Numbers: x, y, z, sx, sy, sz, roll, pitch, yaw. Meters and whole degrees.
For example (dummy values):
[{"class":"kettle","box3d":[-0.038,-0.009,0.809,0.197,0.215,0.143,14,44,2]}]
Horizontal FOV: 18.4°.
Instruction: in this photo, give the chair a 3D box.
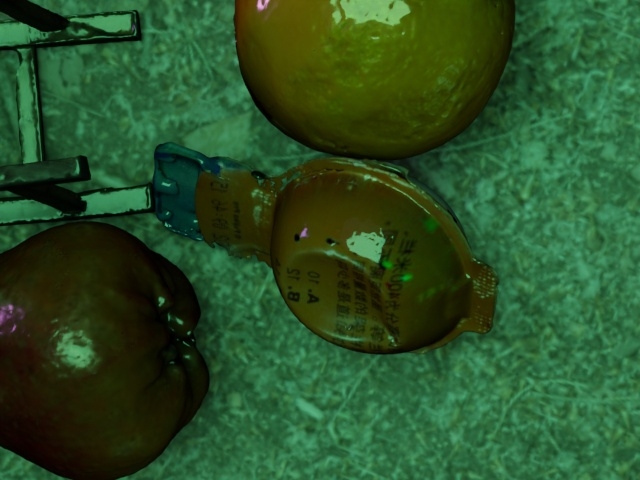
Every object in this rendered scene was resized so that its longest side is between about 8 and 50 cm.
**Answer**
[{"class":"chair","box3d":[-0.379,-0.104,1.717,0.416,0.240,0.203,-6,87,10]}]

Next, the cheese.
[{"class":"cheese","box3d":[0.000,0.000,1.701,0.329,0.217,0.129,19,45,20]}]

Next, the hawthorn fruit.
[{"class":"hawthorn fruit","box3d":[-0.230,0.095,1.706,0.260,0.224,0.224,-4,87,19]}]

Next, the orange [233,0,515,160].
[{"class":"orange","box3d":[0.043,-0.188,1.666,0.246,0.246,0.246,0,88,6]}]
